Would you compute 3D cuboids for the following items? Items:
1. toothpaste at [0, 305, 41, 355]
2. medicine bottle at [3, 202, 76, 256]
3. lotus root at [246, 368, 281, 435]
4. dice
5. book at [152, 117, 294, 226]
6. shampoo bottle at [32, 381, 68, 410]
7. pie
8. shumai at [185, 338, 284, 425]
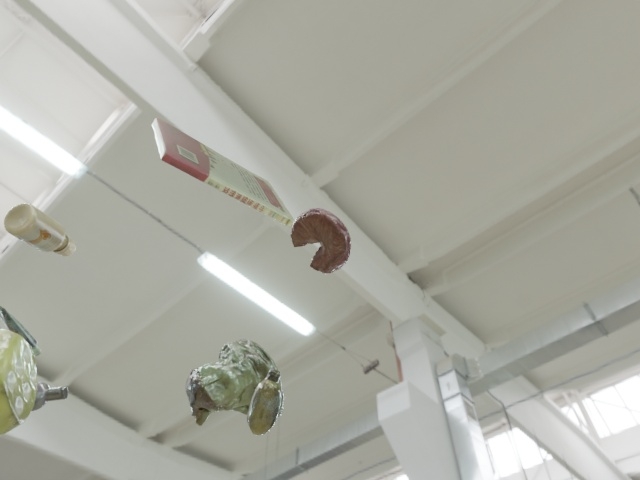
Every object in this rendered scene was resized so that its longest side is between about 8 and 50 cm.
[{"bbox_3d":[-0.859,0.250,1.386,0.062,0.037,0.216,8,-49,32],"label":"toothpaste"},{"bbox_3d":[-0.930,-0.023,1.651,0.114,0.114,0.252,-9,-25,7],"label":"medicine bottle"},{"bbox_3d":[-0.162,0.477,1.455,0.088,0.113,0.191,15,-94,-1],"label":"lotus root"},{"bbox_3d":[-0.679,0.285,0.967,0.170,0.169,0.166,-7,-69,-12],"label":"dice"},{"bbox_3d":[-0.157,-0.109,0.788,0.232,0.162,0.022,29,-74,-35],"label":"book"},{"bbox_3d":[-0.715,0.386,1.209,0.165,0.079,0.040,-5,-55,-8],"label":"shampoo bottle"},{"bbox_3d":[0.000,0.000,1.575,0.219,0.054,0.204,42,-53,11],"label":"pie"},{"bbox_3d":[-0.365,0.594,1.968,0.324,0.398,0.323,-12,-62,-42],"label":"shumai"}]
